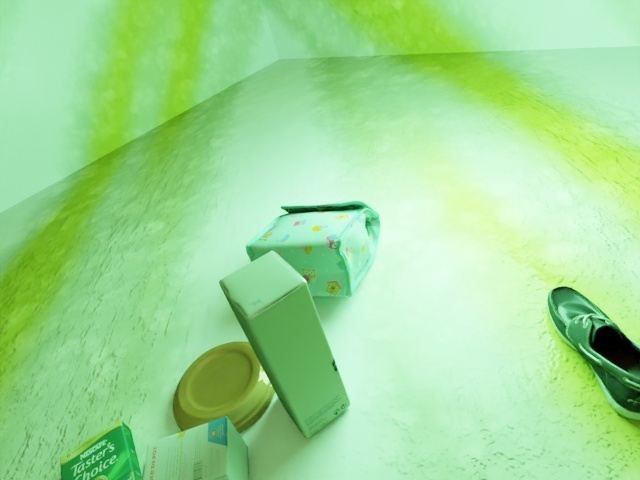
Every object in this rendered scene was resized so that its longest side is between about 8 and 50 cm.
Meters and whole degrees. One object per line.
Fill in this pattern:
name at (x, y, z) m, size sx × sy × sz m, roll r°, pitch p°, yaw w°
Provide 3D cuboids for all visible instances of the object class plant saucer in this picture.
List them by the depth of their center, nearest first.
plant saucer at (-0.176, 0.259, 0.782) m, size 0.199 × 0.037 × 0.200 m, roll -12°, pitch 36°, yaw 9°

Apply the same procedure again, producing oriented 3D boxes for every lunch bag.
lunch bag at (0.000, 0.000, 0.950) m, size 0.223 × 0.160 × 0.262 m, roll -3°, pitch 27°, yaw 26°

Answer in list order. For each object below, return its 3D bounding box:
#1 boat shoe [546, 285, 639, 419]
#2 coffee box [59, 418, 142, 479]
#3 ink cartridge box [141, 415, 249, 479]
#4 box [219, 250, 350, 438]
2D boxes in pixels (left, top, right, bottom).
boat shoe at (0.419, 0.141, 0.645) m, size 0.083 × 0.079 × 0.233 m, roll -16°, pitch 34°, yaw 6°
coffee box at (-0.343, 0.387, 0.681) m, size 0.113 × 0.041 × 0.184 m, roll -30°, pitch 37°, yaw -16°
ink cartridge box at (-0.187, 0.342, 0.631) m, size 0.143 × 0.090 × 0.092 m, roll -19°, pitch 35°, yaw 1°
box at (-0.046, 0.161, 0.649) m, size 0.094 × 0.275 × 0.113 m, roll -30°, pitch 37°, yaw -19°
